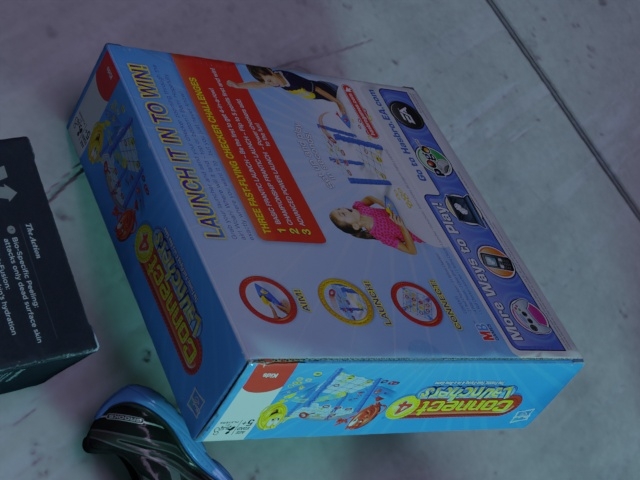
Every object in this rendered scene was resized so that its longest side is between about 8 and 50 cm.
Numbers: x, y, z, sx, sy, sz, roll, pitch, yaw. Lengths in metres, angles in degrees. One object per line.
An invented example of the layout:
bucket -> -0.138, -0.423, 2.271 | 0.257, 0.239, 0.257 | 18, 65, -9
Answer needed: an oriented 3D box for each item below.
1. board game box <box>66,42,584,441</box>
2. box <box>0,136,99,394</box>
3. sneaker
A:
board game box -> 0.000, 0.000, 1.057 | 0.302, 0.086, 0.308 | 4, 45, -36
box -> -0.252, 0.027, 0.919 | 0.158, 0.093, 0.156 | -11, 76, -39
sneaker -> -0.096, 0.188, 0.992 | 0.078, 0.067, 0.188 | -43, 100, -20
